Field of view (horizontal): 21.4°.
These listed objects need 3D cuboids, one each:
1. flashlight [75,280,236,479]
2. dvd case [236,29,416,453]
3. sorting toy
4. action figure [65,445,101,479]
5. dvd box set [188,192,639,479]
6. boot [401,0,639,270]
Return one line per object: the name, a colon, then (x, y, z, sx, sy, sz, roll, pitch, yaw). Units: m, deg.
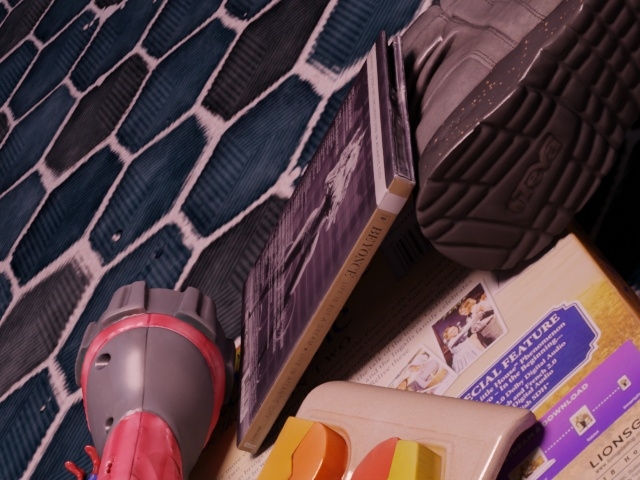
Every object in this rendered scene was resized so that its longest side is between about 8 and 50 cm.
flashlight: (-0.106, 0.132, 0.983, 0.103, 0.103, 0.304, -46, 16, 18)
dvd case: (0.000, 0.000, 1.040, 0.164, 0.018, 0.221, -91, 25, -54)
sorting toy: (0.001, 0.161, 0.881, 0.193, 0.038, 0.208, 1, 55, 59)
action figure: (-0.184, 0.203, 1.281, 0.038, 0.030, 0.115, -35, 30, 18)
dvd box set: (0.057, 0.123, 0.962, 0.307, 0.062, 0.420, -45, 26, 9)
boot: (0.161, -0.153, 0.983, 0.338, 0.118, 0.222, -38, 26, 14)
